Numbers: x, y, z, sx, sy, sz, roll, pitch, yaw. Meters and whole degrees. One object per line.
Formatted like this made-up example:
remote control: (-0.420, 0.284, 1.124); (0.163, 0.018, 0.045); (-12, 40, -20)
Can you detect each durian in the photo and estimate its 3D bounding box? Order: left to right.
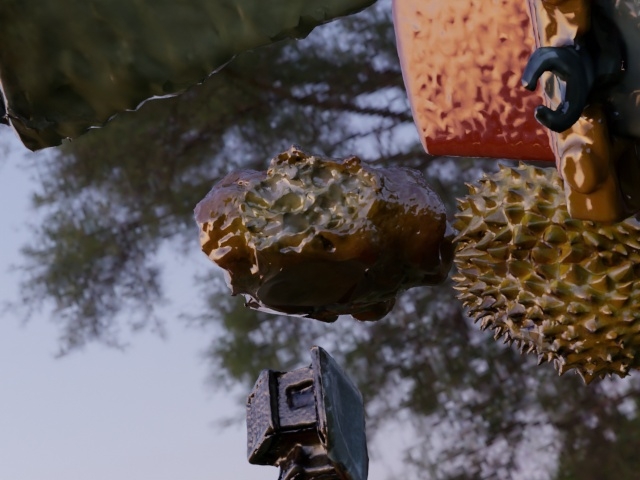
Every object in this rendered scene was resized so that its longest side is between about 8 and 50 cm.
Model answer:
durian: (0.209, 0.035, 1.191); (0.138, 0.250, 0.183); (-49, -40, -19)

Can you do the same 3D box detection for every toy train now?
toy train: (0.198, -0.131, 0.724); (0.232, 0.163, 0.369); (8, 26, 45)

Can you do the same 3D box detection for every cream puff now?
cream puff: (0.000, 0.000, 1.322); (0.269, 0.154, 0.241); (17, -33, -15)

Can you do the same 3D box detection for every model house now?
model house: (-0.028, 0.225, 1.456); (0.152, 0.165, 0.106); (-18, -28, 28)

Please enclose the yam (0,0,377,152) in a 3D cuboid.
yam: (-0.061, -0.204, 0.369); (0.202, 0.201, 0.271); (-16, -57, 19)
